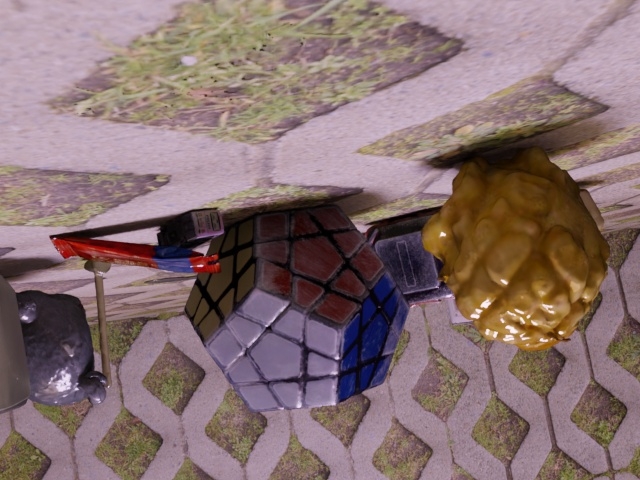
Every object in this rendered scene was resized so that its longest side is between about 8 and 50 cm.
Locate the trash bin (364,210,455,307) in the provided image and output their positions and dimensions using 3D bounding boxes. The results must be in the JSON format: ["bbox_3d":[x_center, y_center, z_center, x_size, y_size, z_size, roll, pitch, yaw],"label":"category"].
[{"bbox_3d":[0.212,0.023,1.374,0.184,0.161,0.238,-13,-179,28],"label":"trash bin"}]

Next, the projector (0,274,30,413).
[{"bbox_3d":[-0.411,0.105,0.819,0.088,0.193,0.269,-11,172,-4],"label":"projector"}]

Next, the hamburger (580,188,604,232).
[{"bbox_3d":[0.402,-0.027,1.354,0.210,0.116,0.173,-15,175,41],"label":"hamburger"}]

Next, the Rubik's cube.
[{"bbox_3d":[-0.033,0.098,1.064,0.264,0.319,0.319,17,-170,32],"label":"Rubik's cube"}]

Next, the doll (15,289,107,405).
[{"bbox_3d":[-0.446,0.127,1.114,0.340,0.246,0.158,12,-126,50],"label":"doll"}]

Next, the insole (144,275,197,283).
[{"bbox_3d":[-0.323,0.089,1.704,0.064,0.004,0.188,-14,172,42],"label":"insole"}]

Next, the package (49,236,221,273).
[{"bbox_3d":[-0.224,0.018,0.916,0.200,0.022,0.083,6,165,-3],"label":"package"}]

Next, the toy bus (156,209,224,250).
[{"bbox_3d":[-0.166,-0.009,0.936,0.052,0.037,0.130,-11,174,-31],"label":"toy bus"}]

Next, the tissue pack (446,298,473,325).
[{"bbox_3d":[0.386,0.078,1.759,0.124,0.225,0.185,-6,173,-34],"label":"tissue pack"}]

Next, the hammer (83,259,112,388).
[{"bbox_3d":[-0.329,0.121,1.099,0.028,0.195,0.060,0,170,-40],"label":"hammer"}]

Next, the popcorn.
[{"bbox_3d":[0.227,0.005,0.869,0.190,0.250,0.250,-30,168,18],"label":"popcorn"}]
